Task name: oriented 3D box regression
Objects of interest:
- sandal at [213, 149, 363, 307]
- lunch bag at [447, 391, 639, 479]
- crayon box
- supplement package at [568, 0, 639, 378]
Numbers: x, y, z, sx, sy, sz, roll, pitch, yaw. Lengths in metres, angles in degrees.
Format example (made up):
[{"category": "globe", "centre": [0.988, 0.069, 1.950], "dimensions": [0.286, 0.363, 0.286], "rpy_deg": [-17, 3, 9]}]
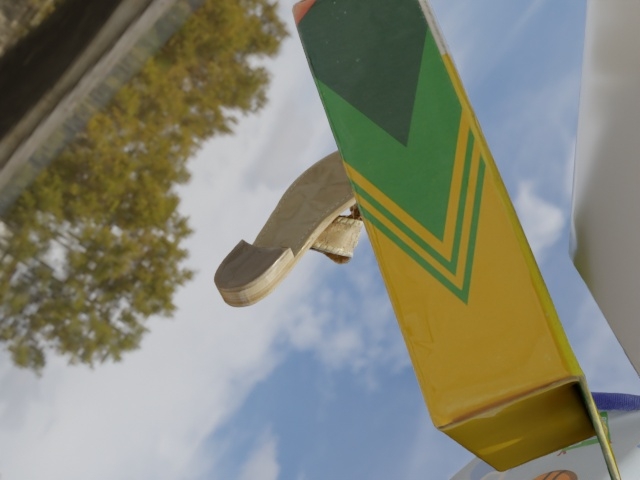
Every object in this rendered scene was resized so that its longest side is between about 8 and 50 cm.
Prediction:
[{"category": "sandal", "centre": [-0.005, -0.001, 1.027], "dimensions": [0.088, 0.079, 0.240], "rpy_deg": [13, -133, 42]}, {"category": "lunch bag", "centre": [0.222, 0.365, 0.881], "dimensions": [0.328, 0.385, 0.239], "rpy_deg": [-34, -168, -26]}, {"category": "crayon box", "centre": [0.089, 0.015, 0.640], "dimensions": [0.081, 0.202, 0.318], "rpy_deg": [-23, -114, 10]}, {"category": "supplement package", "centre": [0.217, -0.039, 0.455], "dimensions": [0.293, 0.177, 0.175], "rpy_deg": [-68, 159, -77]}]
